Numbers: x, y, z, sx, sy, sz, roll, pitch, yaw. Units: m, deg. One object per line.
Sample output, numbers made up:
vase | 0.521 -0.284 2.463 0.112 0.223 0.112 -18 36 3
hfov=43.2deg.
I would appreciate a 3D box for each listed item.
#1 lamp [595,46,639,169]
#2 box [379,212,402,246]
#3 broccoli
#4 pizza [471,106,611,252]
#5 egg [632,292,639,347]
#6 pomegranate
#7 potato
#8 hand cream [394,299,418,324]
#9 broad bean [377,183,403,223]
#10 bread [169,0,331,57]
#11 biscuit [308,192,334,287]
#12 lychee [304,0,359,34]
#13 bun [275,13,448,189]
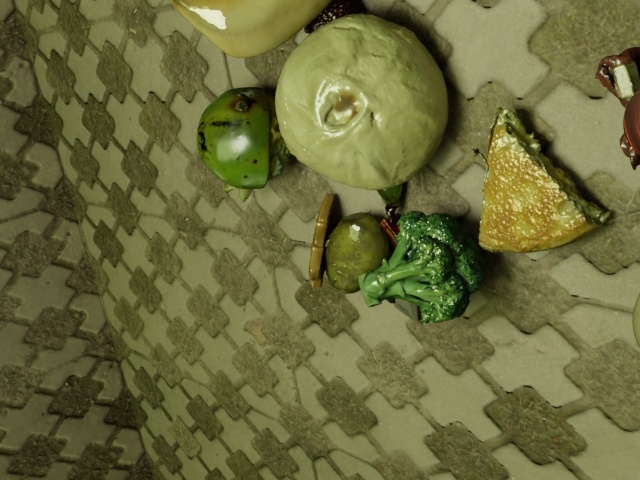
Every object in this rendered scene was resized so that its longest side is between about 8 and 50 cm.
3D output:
lamp | 0.522 -0.196 1.236 0.223 0.151 0.215 -3 103 55
box | 0.181 -0.020 1.854 0.082 0.052 0.023 54 141 16
broccoli | 0.212 0.069 1.692 0.270 0.270 0.269 161 90 -81
pizza | 0.394 -0.116 1.517 0.280 0.075 0.287 -4 105 48
egg | 0.603 0.119 1.285 0.186 0.186 0.241 52 152 19
pomegranate | -0.191 -0.236 2.052 0.260 0.261 0.340 47 143 24
potato | 0.087 0.027 1.941 0.149 0.113 0.251 27 129 13
hand cream | 0.203 0.109 1.908 0.087 0.054 0.186 36 142 41
broad bean | 0.145 -0.199 1.785 0.077 0.061 0.338 9 120 27
bread | -0.121 -0.573 1.623 0.376 0.253 0.348 -42 78 11
biscuit | 0.000 0.000 2.016 0.041 0.212 0.238 8 96 7
lychee | 0.023 -0.476 1.738 0.129 0.123 0.123 3 115 21
bun | 0.071 -0.268 1.632 0.365 0.202 0.364 6 109 17
